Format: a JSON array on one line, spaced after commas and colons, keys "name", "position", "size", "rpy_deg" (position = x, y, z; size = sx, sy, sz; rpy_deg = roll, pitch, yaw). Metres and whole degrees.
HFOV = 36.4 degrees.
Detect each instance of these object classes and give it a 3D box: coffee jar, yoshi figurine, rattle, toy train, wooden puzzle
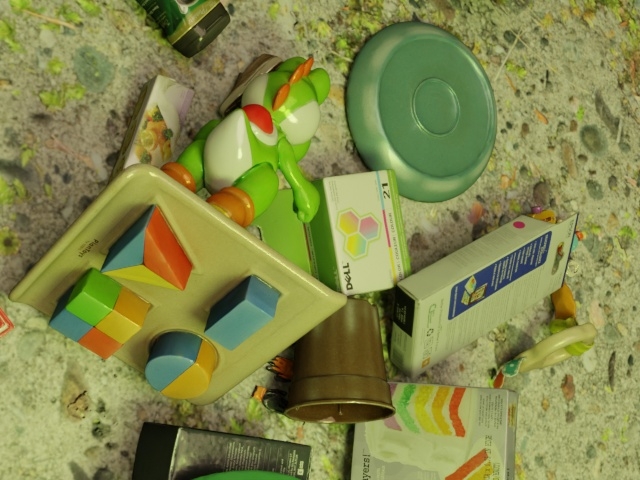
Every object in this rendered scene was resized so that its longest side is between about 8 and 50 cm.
[{"name": "coffee jar", "position": [-0.222, -0.364, 1.436], "size": [0.184, 0.079, 0.096], "rpy_deg": [48, 61, -15]}, {"name": "yoshi figurine", "position": [-0.098, -0.115, 1.398], "size": [0.203, 0.203, 0.362], "rpy_deg": [56, 48, -23]}, {"name": "rattle", "position": [0.372, 0.163, 1.712], "size": [0.199, 0.130, 0.143], "rpy_deg": [-19, 82, -3]}, {"name": "toy train", "position": [0.399, 0.005, 1.760], "size": [0.166, 0.046, 0.125], "rpy_deg": [14, 87, -29]}, {"name": "wooden puzzle", "position": [-0.192, 0.090, 1.271], "size": [0.348, 0.322, 0.080], "rpy_deg": [33, 38, -24]}]

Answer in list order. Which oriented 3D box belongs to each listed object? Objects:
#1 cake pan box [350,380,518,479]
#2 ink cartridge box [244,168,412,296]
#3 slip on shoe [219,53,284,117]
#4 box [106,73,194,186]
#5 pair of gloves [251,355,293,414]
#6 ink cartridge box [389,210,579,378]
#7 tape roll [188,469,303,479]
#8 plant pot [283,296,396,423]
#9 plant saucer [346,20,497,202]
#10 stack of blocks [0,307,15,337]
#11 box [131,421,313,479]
[{"name": "cake pan box", "position": [0.168, 0.351, 1.484], "size": [0.070, 0.245, 0.267], "rpy_deg": [26, 68, -62]}, {"name": "ink cartridge box", "position": [0.000, 0.000, 1.507], "size": [0.255, 0.097, 0.189], "rpy_deg": [-9, 89, -30]}, {"name": "slip on shoe", "position": [-0.113, -0.241, 1.506], "size": [0.041, 0.051, 0.135], "rpy_deg": [36, 72, 22]}, {"name": "box", "position": [-0.265, -0.078, 1.387], "size": [0.063, 0.067, 0.324], "rpy_deg": [23, 74, -24]}, {"name": "pair of gloves", "position": [-0.061, 0.222, 1.496], "size": [0.074, 0.010, 0.083], "rpy_deg": [31, 71, -23]}, {"name": "ink cartridge box", "position": [0.274, 0.075, 1.616], "size": [0.371, 0.069, 0.176], "rpy_deg": [-24, 136, -27]}, {"name": "tape roll", "position": [-0.124, 0.441, 1.289], "size": [0.321, 0.077, 0.321], "rpy_deg": [-9, 128, -12]}, {"name": "plant pot", "position": [0.026, 0.180, 1.467], "size": [0.167, 0.167, 0.165], "rpy_deg": [10, 66, -28]}, {"name": "plant saucer", "position": [0.188, -0.223, 1.663], "size": [0.317, 0.043, 0.318], "rpy_deg": [3, 84, -31]}, {"name": "stack of blocks", "position": [-0.543, 0.041, 1.206], "size": [0.171, 0.087, 0.297], "rpy_deg": [-39, 103, -27]}, {"name": "box", "position": [-0.139, 0.322, 1.360], "size": [0.207, 0.153, 0.108], "rpy_deg": [15, 77, -28]}]
